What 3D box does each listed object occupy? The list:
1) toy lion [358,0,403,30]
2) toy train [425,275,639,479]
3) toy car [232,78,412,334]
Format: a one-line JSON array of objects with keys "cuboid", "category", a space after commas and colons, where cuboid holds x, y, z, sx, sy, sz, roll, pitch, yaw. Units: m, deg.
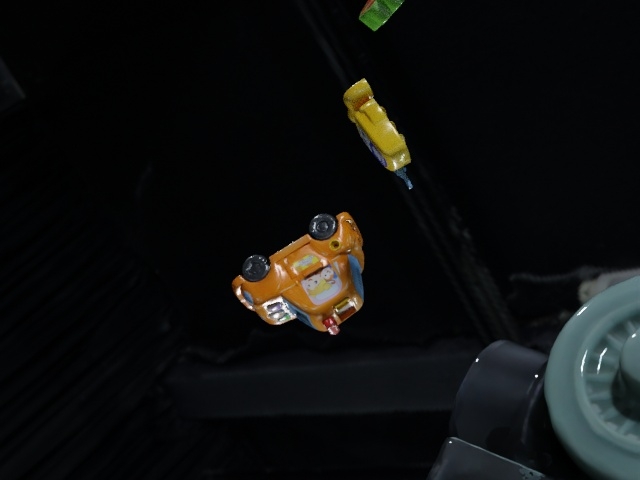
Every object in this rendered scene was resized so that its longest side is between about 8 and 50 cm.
[{"cuboid": [0.062, -0.180, 0.685, 0.034, 0.100, 0.096, 36, -14, -9], "category": "toy lion"}, {"cuboid": [0.165, 0.140, 0.316, 0.334, 0.190, 0.142, 20, -21, 33], "category": "toy train"}, {"cuboid": [0.000, 0.000, 0.405, 0.040, 0.060, 0.122, 58, -19, 24], "category": "toy car"}]
